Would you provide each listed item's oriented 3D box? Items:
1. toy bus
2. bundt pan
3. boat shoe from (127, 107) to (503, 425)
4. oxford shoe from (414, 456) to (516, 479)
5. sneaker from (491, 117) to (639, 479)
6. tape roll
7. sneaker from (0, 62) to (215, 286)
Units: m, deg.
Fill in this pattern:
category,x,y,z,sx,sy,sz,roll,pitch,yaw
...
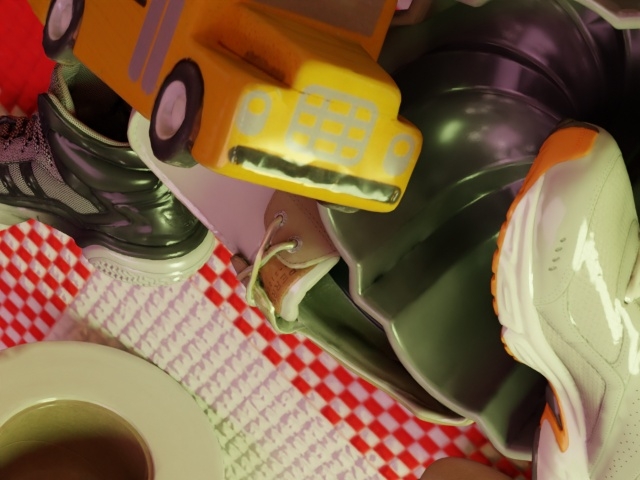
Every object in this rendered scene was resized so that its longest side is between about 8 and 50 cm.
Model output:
category,x,y,z,sx,sy,sz,roll,pitch,yaw
toy bus,-0.057,-0.125,0.895,0.332,0.108,0.130,40,112,57
bundt pan,0.162,-0.020,0.910,0.331,0.124,0.331,25,138,25
boat shoe,0.000,0.000,1.063,0.302,0.103,0.113,32,137,5
oxford shoe,0.226,0.212,1.086,0.397,0.140,0.146,25,106,32
sneaker,0.161,0.052,0.814,0.121,0.099,0.262,9,137,28
tape roll,-0.210,0.225,1.375,0.246,0.246,0.169,35,141,14
sneaker,-0.195,-0.076,1.216,0.268,0.101,0.153,21,135,20
